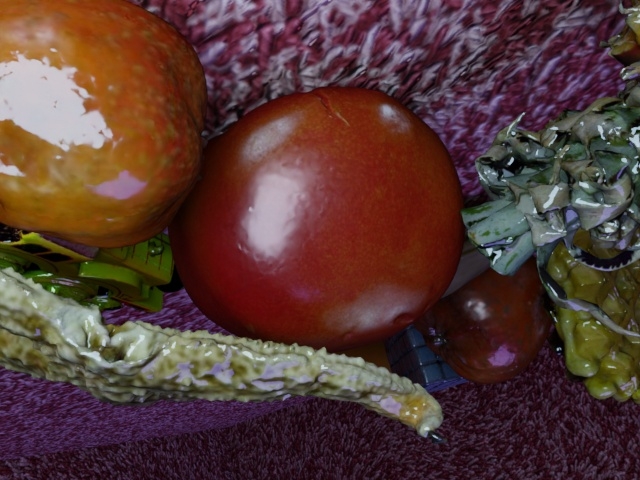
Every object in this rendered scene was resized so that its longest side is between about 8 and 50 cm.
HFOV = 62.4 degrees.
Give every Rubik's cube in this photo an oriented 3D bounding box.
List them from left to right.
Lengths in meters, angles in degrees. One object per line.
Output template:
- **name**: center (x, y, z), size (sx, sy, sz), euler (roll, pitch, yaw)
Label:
- **Rubik's cube**: center (0.305, 0.255, 1.359), size (0.236, 0.237, 0.238), euler (-11, 159, -13)

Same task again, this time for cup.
- **cup**: center (0.097, 0.340, 1.472), size (0.263, 0.226, 0.182), euler (9, 132, -34)

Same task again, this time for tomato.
- **tomato**: center (0.000, 0.000, 0.538), size (0.298, 0.226, 0.299), euler (-16, 161, -6)

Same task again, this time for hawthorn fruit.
- **hawthorn fruit**: center (-0.215, -0.081, 0.329), size (0.285, 0.165, 0.165), euler (6, 153, -16)
- **hawthorn fruit**: center (0.321, 0.100, 1.000), size (0.307, 0.276, 0.276), euler (-44, 159, -7)

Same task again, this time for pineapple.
- **pineapple**: center (0.248, -0.071, 0.434), size (0.271, 0.263, 0.262), euler (-38, 151, 25)

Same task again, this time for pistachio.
- **pistachio**: center (0.200, 0.022, 0.858), size (0.225, 0.136, 0.136), euler (-26, 158, 5)

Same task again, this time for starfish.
- **starfish**: center (-0.151, 0.109, 0.470), size (0.431, 0.083, 0.324), euler (19, 155, -21)

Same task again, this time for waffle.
- **waffle**: center (0.524, 0.092, 0.920), size (0.382, 0.380, 0.095), euler (7, 162, -33)

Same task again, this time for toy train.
- **toy train**: center (-0.238, 0.007, 0.537), size (0.160, 0.101, 0.296), euler (-6, 161, 14)
